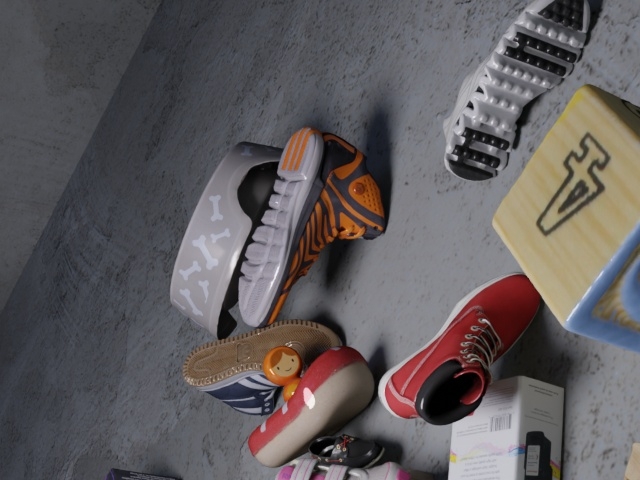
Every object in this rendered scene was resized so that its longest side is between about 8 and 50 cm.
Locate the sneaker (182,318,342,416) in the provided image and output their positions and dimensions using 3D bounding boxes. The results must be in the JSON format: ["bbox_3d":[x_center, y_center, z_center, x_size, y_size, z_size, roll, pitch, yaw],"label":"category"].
[{"bbox_3d":[-0.069,0.213,1.937,0.282,0.153,0.099,-12,56,25],"label":"sneaker"}]

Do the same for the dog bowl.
[{"bbox_3d":[-0.143,-0.009,1.986,0.349,0.102,0.349,22,-90,-83],"label":"dog bowl"}]

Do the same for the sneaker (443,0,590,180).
[{"bbox_3d":[0.250,-0.223,1.591,0.292,0.110,0.118,-56,23,27],"label":"sneaker"}]

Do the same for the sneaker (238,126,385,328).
[{"bbox_3d":[0.000,0.000,1.820,0.124,0.180,0.321,20,89,60],"label":"sneaker"}]

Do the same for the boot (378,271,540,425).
[{"bbox_3d":[0.193,0.127,1.386,0.244,0.088,0.176,-40,7,-15],"label":"boot"}]

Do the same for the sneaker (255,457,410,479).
[{"bbox_3d":[-0.001,0.333,1.507,0.252,0.111,0.103,-28,21,30],"label":"sneaker"}]

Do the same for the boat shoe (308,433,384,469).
[{"bbox_3d":[0.034,0.295,1.645,0.133,0.042,0.049,-15,27,49],"label":"boat shoe"}]

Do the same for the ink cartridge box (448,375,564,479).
[{"bbox_3d":[0.216,0.259,1.393,0.127,0.072,0.175,-24,54,55],"label":"ink cartridge box"}]

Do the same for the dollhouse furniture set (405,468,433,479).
[{"bbox_3d":[0.055,0.389,1.505,0.303,0.174,0.355,-38,43,46],"label":"dollhouse furniture set"}]

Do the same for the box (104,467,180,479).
[{"bbox_3d":[-0.330,0.571,2.128,0.165,0.143,0.270,-57,32,30],"label":"box"}]

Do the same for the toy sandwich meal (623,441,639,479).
[{"bbox_3d":[0.338,0.251,1.223,0.085,0.029,0.085,-39,42,47],"label":"toy sandwich meal"}]

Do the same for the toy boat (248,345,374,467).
[{"bbox_3d":[-0.030,0.222,1.747,0.151,0.151,0.231,56,131,14],"label":"toy boat"}]

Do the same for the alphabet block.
[{"bbox_3d":[0.329,-0.015,1.225,0.193,0.192,0.197,-57,30,22],"label":"alphabet block"}]
